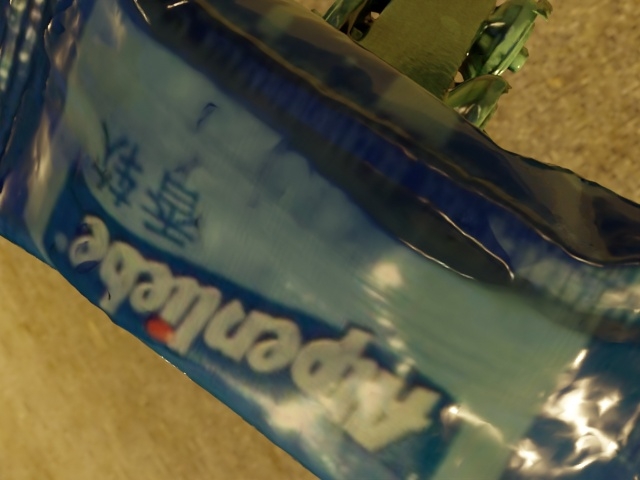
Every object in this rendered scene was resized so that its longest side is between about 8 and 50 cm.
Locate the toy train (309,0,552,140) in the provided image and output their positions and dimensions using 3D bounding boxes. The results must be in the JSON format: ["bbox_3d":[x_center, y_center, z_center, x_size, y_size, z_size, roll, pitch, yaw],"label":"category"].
[{"bbox_3d":[0.026,-0.064,0.742,0.105,0.253,0.157,34,119,-3],"label":"toy train"}]

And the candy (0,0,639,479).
[{"bbox_3d":[0.000,0.000,0.531,0.331,0.077,0.187,36,122,18],"label":"candy"}]
